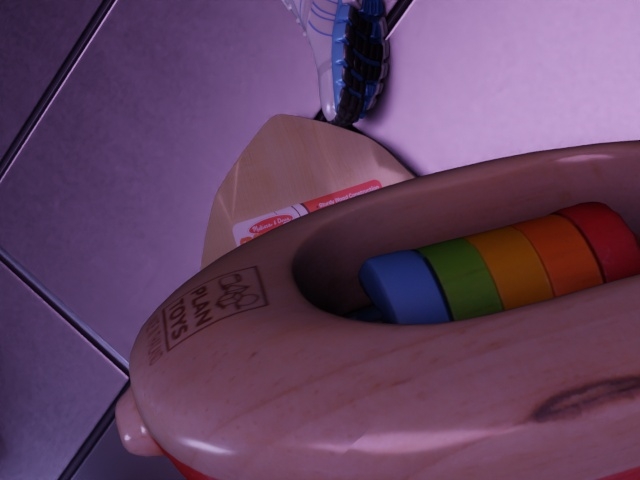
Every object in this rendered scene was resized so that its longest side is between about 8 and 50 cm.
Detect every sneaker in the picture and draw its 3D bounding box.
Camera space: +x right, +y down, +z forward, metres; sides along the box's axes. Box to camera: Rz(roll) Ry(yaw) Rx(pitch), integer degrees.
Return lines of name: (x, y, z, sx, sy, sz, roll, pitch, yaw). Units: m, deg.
sneaker: (0.000, -0.174, 0.810, 0.083, 0.071, 0.190, -4, 83, 25)

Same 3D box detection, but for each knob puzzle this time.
knob puzzle: (0.000, 0.000, 0.830, 0.213, 0.030, 0.213, 1, 93, 19)

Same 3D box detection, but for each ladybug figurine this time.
ladybug figurine: (0.108, 0.066, 0.654, 0.449, 0.305, 0.162, -13, 113, -5)
